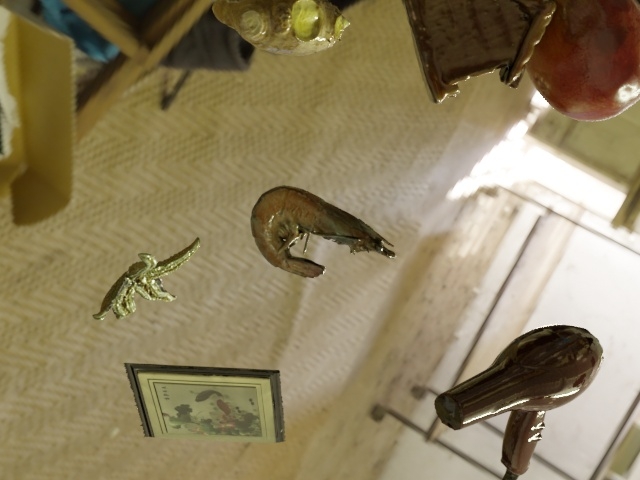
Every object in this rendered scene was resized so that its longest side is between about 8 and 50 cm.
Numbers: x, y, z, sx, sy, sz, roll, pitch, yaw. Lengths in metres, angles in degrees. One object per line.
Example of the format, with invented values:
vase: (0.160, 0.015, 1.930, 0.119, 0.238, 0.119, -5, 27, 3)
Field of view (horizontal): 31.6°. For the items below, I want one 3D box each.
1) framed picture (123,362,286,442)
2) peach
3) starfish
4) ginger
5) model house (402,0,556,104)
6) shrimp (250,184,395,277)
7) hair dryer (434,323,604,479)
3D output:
framed picture: (-0.147, 0.216, 1.471, 0.195, 0.199, 0.010, 88, 5, -51)
peach: (0.432, -0.310, 1.803, 0.200, 0.243, 0.243, -21, 146, -16)
starfish: (-0.237, 0.053, 1.578, 0.176, 0.053, 0.208, -33, 171, -6)
ginger: (-0.048, -0.334, 1.726, 0.216, 0.157, 0.102, 0, 100, -30)
model house: (0.249, -0.334, 1.756, 0.199, 0.229, 0.219, -38, 113, -78)
shrimp: (0.000, -0.001, 1.876, 0.052, 0.251, 0.143, -35, 145, -67)
hair dryer: (0.289, 0.297, 1.758, 0.313, 0.123, 0.340, -21, 135, -32)
